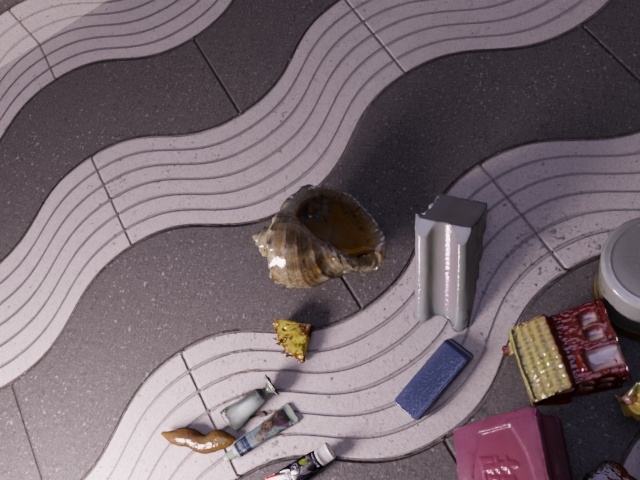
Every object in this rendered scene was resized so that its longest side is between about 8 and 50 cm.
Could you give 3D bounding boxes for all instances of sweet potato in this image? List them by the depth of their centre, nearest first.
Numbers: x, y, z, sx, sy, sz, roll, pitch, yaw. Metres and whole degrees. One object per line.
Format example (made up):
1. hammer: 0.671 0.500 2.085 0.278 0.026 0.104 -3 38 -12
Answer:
1. sweet potato: -0.325 0.528 1.960 0.218 0.051 0.065 -1 69 17

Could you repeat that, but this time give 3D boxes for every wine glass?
1. wine glass: -0.185 0.427 1.957 0.155 0.072 0.072 -39 62 -4

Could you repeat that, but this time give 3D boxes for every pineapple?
1. pineapple: -0.065 0.263 2.007 0.116 0.069 0.137 -31 70 -6

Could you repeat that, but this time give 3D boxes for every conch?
1. conch: -0.006 0.006 2.035 0.352 0.210 0.297 18 66 -13

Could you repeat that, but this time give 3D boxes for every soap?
1. soap: 0.428 0.569 1.613 0.233 0.128 0.360 -29 47 35
2. soap: 0.349 0.048 1.993 0.158 0.258 0.302 8 112 18

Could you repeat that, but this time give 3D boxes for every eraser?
1. eraser: 0.286 0.347 1.874 0.082 0.036 0.225 37 80 27

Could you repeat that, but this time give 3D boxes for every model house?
1. model house: 0.570 0.278 1.758 0.253 0.160 0.196 -17 62 10

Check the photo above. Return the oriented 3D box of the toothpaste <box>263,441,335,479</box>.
1. toothpaste: -0.051 0.581 1.864 0.193 0.045 0.071 -34 61 6

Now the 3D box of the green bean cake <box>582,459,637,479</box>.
1. green bean cake: 0.619 0.616 1.620 0.232 0.097 0.198 -43 60 -6

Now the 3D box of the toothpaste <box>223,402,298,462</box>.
1. toothpaste: -0.158 0.505 1.932 0.216 0.037 0.062 -33 60 -6

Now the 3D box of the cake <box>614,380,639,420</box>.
1. cake: 0.805 0.380 1.604 0.285 0.222 0.228 -26 60 4

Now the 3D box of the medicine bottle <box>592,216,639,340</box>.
1. medicine bottle: 0.770 0.091 1.742 0.237 0.232 0.238 -6 64 13
